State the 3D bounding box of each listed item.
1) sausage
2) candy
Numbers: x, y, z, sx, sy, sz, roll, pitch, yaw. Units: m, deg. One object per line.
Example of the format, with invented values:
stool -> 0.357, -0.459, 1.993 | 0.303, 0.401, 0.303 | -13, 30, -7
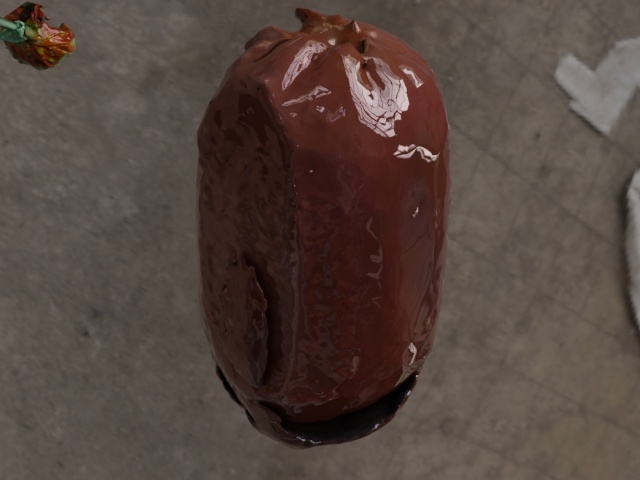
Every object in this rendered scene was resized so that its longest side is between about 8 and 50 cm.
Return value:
sausage -> 0.000, 0.000, 0.703 | 0.152, 0.152, 0.279 | -23, 130, -32
candy -> -0.213, -0.146, 0.818 | 0.056, 0.184, 0.049 | 11, 95, 1
